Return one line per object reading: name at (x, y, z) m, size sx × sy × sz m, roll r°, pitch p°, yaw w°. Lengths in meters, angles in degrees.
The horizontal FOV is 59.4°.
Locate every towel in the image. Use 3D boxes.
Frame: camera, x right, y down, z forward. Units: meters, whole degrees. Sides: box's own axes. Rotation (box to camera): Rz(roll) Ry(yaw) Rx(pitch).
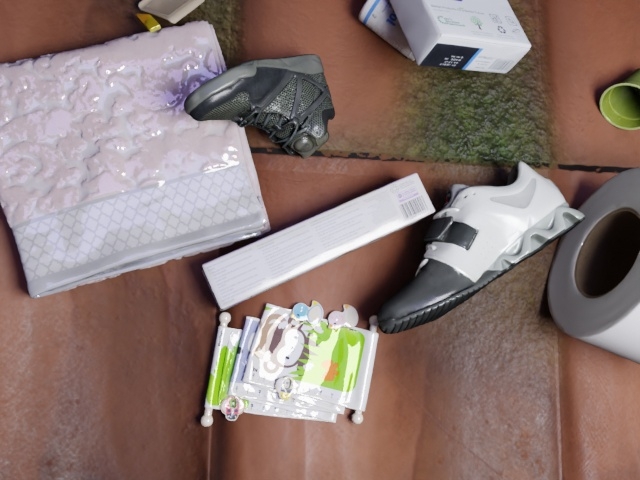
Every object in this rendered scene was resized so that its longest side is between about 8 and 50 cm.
towel at (-0.262, -0.116, 0.748) m, size 0.331 × 0.053 × 0.317 m, roll -17°, pitch 85°, yaw -12°

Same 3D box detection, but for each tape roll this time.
tape roll at (0.450, 0.045, 0.750) m, size 0.169 × 0.246 × 0.246 m, roll 22°, pitch 79°, yaw -5°

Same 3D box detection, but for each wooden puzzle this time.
wooden puzzle at (-0.210, -0.333, 0.790) m, size 0.078 × 0.014 × 0.116 m, roll 38°, pitch 68°, yaw 26°

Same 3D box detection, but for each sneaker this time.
sneaker at (0.194, 0.005, 0.787) m, size 0.330 × 0.122 × 0.146 m, roll -31°, pitch 76°, yaw -15°
sneaker at (-0.064, -0.168, 0.743) m, size 0.227 × 0.087 × 0.130 m, roll -24°, pitch 91°, yaw -44°

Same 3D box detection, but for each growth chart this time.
growth chart at (-0.036, 0.166, 0.764) m, size 0.237 × 0.021 × 0.172 m, roll 5°, pitch 80°, yaw -10°

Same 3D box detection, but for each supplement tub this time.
supplement tub at (0.117, -0.327, 0.832) m, size 0.107 × 0.071 × 0.071 m, roll 36°, pitch 78°, yaw -3°

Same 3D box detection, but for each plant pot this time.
plant pot at (0.500, -0.232, 0.887) m, size 0.083 × 0.083 × 0.079 m, roll 45°, pitch 66°, yaw -1°

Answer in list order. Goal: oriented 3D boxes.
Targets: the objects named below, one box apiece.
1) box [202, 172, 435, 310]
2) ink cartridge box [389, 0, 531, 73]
box at (0.000, 0.000, 0.770) m, size 0.324 × 0.063 × 0.067 m, roll -25°, pitch 86°, yaw -12°
ink cartridge box at (0.163, -0.392, 0.808) m, size 0.165 × 0.065 × 0.333 m, roll -4°, pitch 67°, yaw -27°
